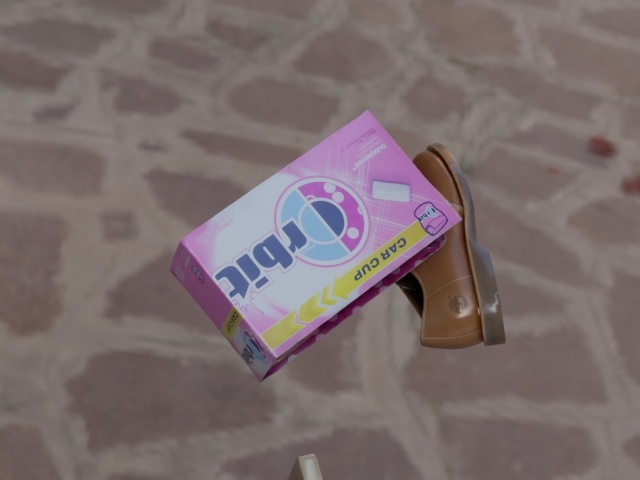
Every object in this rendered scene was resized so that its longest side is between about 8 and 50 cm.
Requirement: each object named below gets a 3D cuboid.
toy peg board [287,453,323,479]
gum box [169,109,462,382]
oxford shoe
[{"bbox_3d":[-0.030,0.268,1.410,0.079,0.160,0.161,-12,67,-13],"label":"toy peg board"},{"bbox_3d":[0.000,0.000,1.336,0.188,0.062,0.107,-36,80,-22],"label":"gum box"},{"bbox_3d":[0.087,0.000,1.446,0.076,0.076,0.212,-11,41,2],"label":"oxford shoe"}]
